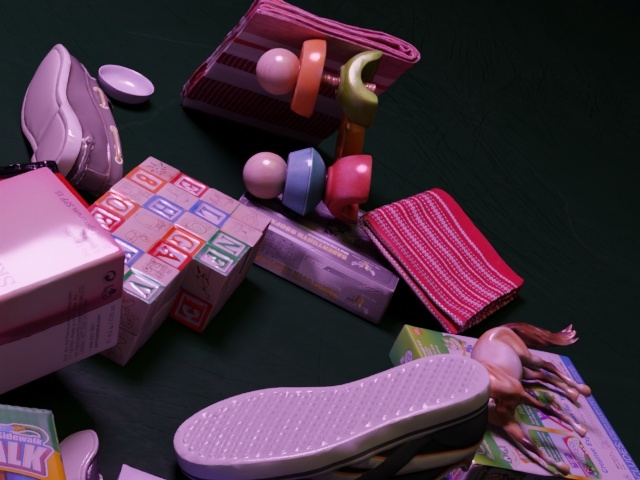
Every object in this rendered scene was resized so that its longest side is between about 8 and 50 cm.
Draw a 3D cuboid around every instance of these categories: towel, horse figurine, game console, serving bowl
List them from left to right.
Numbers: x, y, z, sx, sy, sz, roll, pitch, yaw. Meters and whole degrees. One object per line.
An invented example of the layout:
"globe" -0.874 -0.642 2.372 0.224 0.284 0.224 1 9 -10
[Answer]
"game console" -0.352 -0.039 1.518 0.144 0.124 0.085 -11 81 -51
"serving bowl" -0.282 -0.219 1.947 0.083 0.027 0.083 21 27 -11
"towel" -0.039 -0.230 1.908 0.237 0.329 0.037 16 67 -20
"towel" 0.168 0.020 1.820 0.199 0.031 0.275 50 25 9
"horse figurine" 0.226 0.159 1.556 0.174 0.066 0.263 32 29 0

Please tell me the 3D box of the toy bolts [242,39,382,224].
"toy bolts" -0.020 -0.126 1.778 0.158 0.218 0.229 9 61 -6

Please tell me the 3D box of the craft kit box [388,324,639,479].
"craft kit box" 0.229 0.211 1.592 0.246 0.061 0.250 16 28 -25

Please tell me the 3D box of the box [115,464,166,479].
"box" -0.119 0.298 1.132 0.159 0.044 0.233 22 26 -7

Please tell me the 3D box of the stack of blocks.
"stack of blocks" -0.186 0.024 1.523 0.171 0.087 0.297 28 26 4

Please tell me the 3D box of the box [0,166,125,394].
"box" -0.316 0.049 1.246 0.232 0.127 0.148 -23 52 -35

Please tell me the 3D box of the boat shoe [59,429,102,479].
"boat shoe" -0.214 0.215 1.206 0.046 0.038 0.125 -20 27 2

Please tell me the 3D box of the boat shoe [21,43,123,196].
"boat shoe" -0.311 -0.150 1.714 0.091 0.109 0.305 25 22 -28

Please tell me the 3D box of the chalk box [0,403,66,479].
"chalk box" -0.287 0.225 0.964 0.179 0.180 0.289 12 31 -26

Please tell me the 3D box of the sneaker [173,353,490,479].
"sneaker" 0.018 0.213 1.343 0.321 0.128 0.126 -10 31 -13

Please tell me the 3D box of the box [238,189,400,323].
"box" 0.000 0.000 1.767 0.231 0.056 0.183 26 27 1
